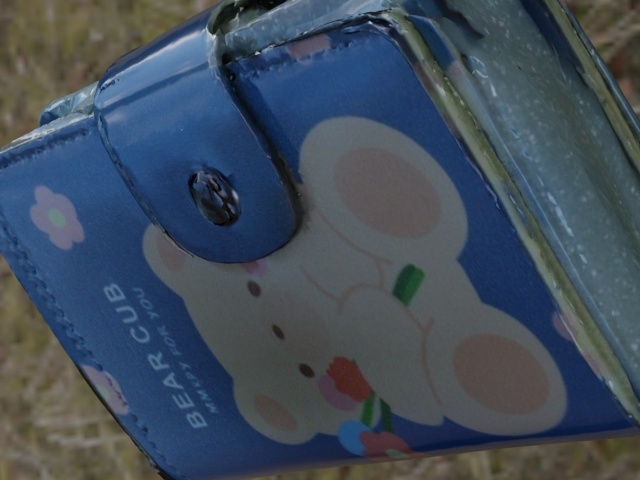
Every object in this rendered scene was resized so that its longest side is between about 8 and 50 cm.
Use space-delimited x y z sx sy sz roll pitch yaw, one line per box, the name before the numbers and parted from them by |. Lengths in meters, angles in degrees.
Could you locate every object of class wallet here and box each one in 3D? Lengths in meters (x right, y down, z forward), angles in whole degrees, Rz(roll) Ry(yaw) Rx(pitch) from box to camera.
wallet | 0.001 -0.001 0.496 0.202 0.059 0.141 -15 114 49
